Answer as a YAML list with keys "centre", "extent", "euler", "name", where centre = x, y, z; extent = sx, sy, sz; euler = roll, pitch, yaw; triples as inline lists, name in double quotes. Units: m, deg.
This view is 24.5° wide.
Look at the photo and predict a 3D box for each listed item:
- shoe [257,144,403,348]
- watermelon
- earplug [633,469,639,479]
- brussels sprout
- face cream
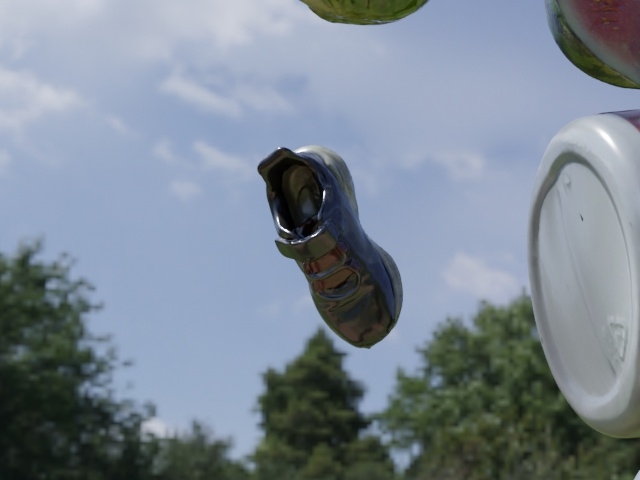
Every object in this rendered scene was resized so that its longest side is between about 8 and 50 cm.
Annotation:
- centre: [0.000, 0.000, 1.471]
  extent: [0.099, 0.227, 0.112]
  euler: [-29, -23, 18]
  name: "shoe"
- centre: [0.318, -0.278, 1.703]
  extent: [0.119, 0.245, 0.063]
  euler: [-1, -33, -1]
  name: "watermelon"
- centre: [0.397, 0.211, 1.460]
  extent: [0.175, 0.325, 0.214]
  euler: [10, -1, -14]
  name: "earplug"
- centre: [0.042, -0.269, 1.351]
  extent: [0.155, 0.155, 0.117]
  euler: [5, 0, -13]
  name: "brussels sprout"
- centre: [0.247, 0.014, 0.916]
  extent: [0.187, 0.201, 0.201]
  euler: [-6, -13, -12]
  name: "face cream"
